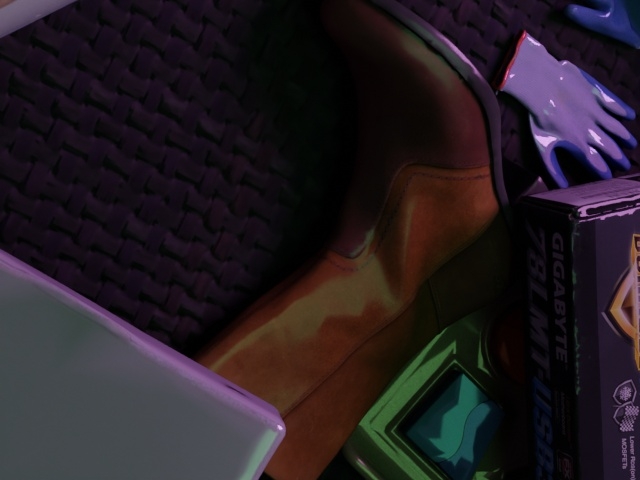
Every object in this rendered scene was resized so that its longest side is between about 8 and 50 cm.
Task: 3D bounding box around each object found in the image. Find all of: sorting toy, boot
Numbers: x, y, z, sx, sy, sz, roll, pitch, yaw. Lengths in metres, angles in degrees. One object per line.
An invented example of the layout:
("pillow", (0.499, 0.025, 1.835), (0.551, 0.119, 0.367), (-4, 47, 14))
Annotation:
("sorting toy", (0.191, 0.167, 1.108), (0.307, 0.041, 0.229), (44, 79, -12))
("boot", (0.000, 0.000, 0.997), (0.280, 0.096, 0.264), (-42, 129, -8))

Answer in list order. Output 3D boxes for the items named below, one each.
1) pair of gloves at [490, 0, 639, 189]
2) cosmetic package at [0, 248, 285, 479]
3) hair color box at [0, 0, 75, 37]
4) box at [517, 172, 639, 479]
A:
("pair of gloves", (0.208, -0.134, 1.117), (0.159, 0.023, 0.198), (33, 83, -35))
("cosmetic package", (-0.227, 0.232, 0.784), (0.230, 0.161, 0.453), (30, 85, 0))
("hair color box", (-0.130, -0.230, 0.758), (0.374, 0.113, 0.185), (-28, 117, -10))
("box", (0.282, 0.090, 1.071), (0.293, 0.073, 0.295), (-10, 104, -24))
